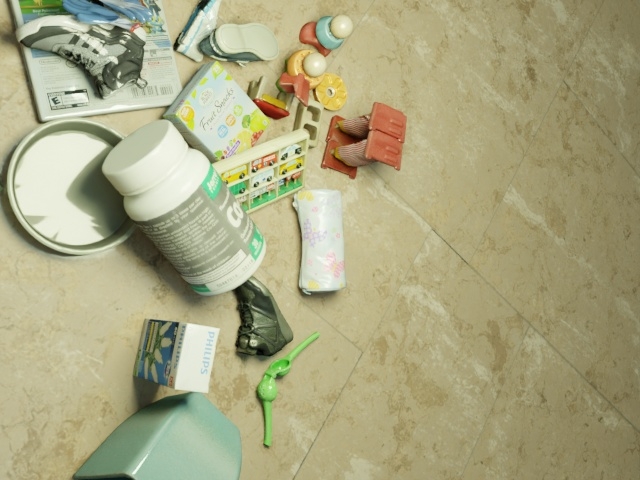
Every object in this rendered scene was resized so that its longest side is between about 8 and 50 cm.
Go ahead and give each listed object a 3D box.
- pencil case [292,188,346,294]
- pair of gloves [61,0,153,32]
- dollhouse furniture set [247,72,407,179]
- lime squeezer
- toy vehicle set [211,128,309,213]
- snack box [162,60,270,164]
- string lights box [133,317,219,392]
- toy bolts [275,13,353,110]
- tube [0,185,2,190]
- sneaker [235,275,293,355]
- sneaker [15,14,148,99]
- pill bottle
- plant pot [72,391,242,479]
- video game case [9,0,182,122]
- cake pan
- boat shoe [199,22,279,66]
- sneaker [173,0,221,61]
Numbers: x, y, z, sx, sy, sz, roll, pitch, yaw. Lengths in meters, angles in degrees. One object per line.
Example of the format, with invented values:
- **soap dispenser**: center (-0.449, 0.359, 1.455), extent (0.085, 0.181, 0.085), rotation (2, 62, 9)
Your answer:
- **pencil case**: center (0.000, 0.000, 1.771), extent (0.124, 0.113, 0.273), rotation (-4, 89, -25)
- **pair of gloves**: center (-0.444, -0.483, 1.451), extent (0.159, 0.023, 0.198), rotation (19, 33, -7)
- **dollhouse furniture set**: center (0.011, -0.288, 1.744), extent (0.374, 0.201, 0.152), rotation (17, 78, -31)
- **lime squeezer**: center (-0.093, 0.349, 1.723), extent (0.110, 0.059, 0.310), rotation (34, 69, -26)
- **toy vehicle set**: center (-0.146, -0.153, 1.675), extent (0.267, 0.035, 0.166), rotation (-28, 143, -30)
- **snack box**: center (-0.242, -0.288, 1.642), extent (0.207, 0.070, 0.174), rotation (45, 65, -33)
- **string lights box**: center (-0.310, 0.240, 1.471), extent (0.076, 0.259, 0.133), rotation (15, 78, -31)
- **toy bolts**: center (0.026, -0.467, 1.790), extent (0.218, 0.158, 0.228), rotation (25, 74, -29)
- **tube**: center (-0.722, -0.037, 1.346), extent (0.062, 0.070, 0.240), rotation (39, 68, -16)
- **sneaker**: center (-0.165, 0.188, 1.668), extent (0.130, 0.087, 0.227), rotation (-41, 113, -34)
- **sneaker**: center (-0.487, -0.379, 1.449), extent (0.268, 0.101, 0.153), rotation (-8, 88, -35)
- **pill bottle**: center (-0.289, -0.066, 1.491), extent (0.204, 0.204, 0.361), rotation (-52, 128, -24)
- **plant pot**: center (-0.313, 0.466, 1.473), extent (0.248, 0.247, 0.252), rotation (49, 47, -20)
- **video game case**: center (-0.489, -0.431, 1.535), extent (0.329, 0.036, 0.300), rotation (-15, 95, -31)
- **cake pan**: center (-0.517, -0.114, 1.484), extent (0.293, 0.054, 0.293), rotation (3, 85, -32)
- **boat shoe**: center (-0.191, -0.472, 1.682), extent (0.254, 0.079, 0.095), rotation (-29, 105, -57)
- **sneaker**: center (-0.275, -0.513, 1.664), extent (0.083, 0.071, 0.191), rotation (35, 77, -34)
